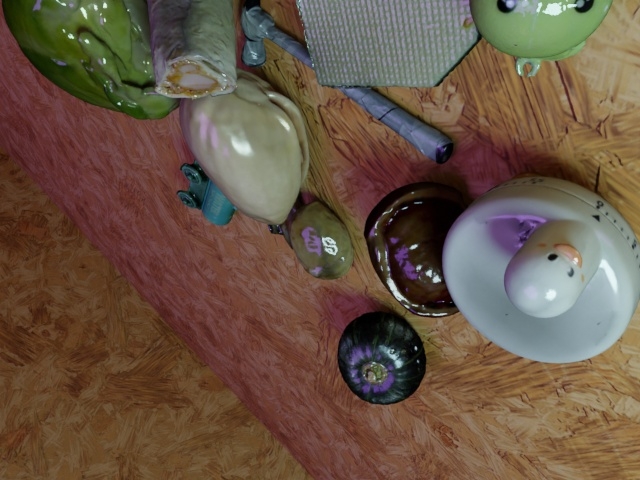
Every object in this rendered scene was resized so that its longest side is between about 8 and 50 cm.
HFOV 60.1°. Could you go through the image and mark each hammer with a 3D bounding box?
[{"bbox_3d":[0.029,-0.246,0.865,0.426,0.044,0.152,40,148,16],"label":"hammer"}]

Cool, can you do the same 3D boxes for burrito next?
[{"bbox_3d":[-0.212,-0.367,0.884,0.105,0.143,0.300,52,-155,-65],"label":"burrito"}]

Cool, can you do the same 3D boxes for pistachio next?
[{"bbox_3d":[-0.130,-0.163,1.002,0.213,0.194,0.318,-5,130,18],"label":"pistachio"}]

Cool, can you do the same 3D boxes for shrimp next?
[{"bbox_3d":[-0.089,-0.057,1.214,0.145,0.059,0.255,14,133,51],"label":"shrimp"}]

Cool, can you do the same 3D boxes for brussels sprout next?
[{"bbox_3d":[-0.399,-0.400,1.029,0.371,0.276,0.314,38,163,-33],"label":"brussels sprout"}]

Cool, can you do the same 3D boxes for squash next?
[{"bbox_3d":[0.124,0.242,1.145,0.193,0.156,0.193,1,123,2],"label":"squash"}]

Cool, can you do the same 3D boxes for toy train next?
[{"bbox_3d":[-0.256,-0.125,1.340,0.159,0.101,0.248,36,151,0],"label":"toy train"}]

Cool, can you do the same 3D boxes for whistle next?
[{"bbox_3d":[0.202,-0.288,0.483,0.141,0.141,0.294,28,143,34],"label":"whistle"}]

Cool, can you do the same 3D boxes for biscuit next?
[{"bbox_3d":[0.090,-0.271,0.706,0.252,0.052,0.150,11,136,35],"label":"biscuit"}]

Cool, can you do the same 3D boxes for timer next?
[{"bbox_3d":[0.253,0.045,0.664,0.233,0.240,0.234,25,133,30],"label":"timer"}]

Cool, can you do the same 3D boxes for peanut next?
[{"bbox_3d":[0.000,0.000,1.107,0.140,0.109,0.159,-1,111,42],"label":"peanut"}]

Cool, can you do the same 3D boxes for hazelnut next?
[{"bbox_3d":[0.154,0.010,0.837,0.160,0.170,0.202,21,151,51],"label":"hazelnut"}]
